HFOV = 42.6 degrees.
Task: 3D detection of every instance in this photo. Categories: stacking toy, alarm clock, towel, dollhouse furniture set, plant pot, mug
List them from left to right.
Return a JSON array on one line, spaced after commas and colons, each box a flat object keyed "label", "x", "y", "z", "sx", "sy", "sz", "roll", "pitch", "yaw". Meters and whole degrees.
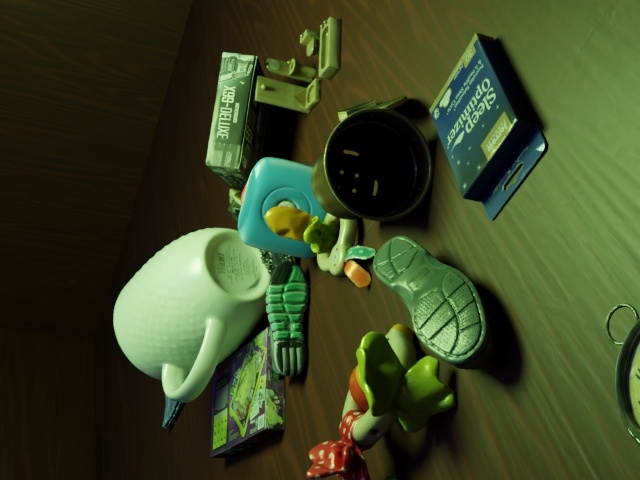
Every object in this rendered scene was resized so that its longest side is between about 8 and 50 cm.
[{"label": "towel", "x": -0.399, "y": 0.348, "z": 2.332, "sx": 0.243, "sy": 0.040, "sz": 0.336, "roll": -101, "pitch": 30, "yaw": -43}, {"label": "mug", "x": -0.260, "y": 0.163, "z": 1.750, "sx": 0.328, "sy": 0.276, "sz": 0.374, "roll": -39, "pitch": 37, "yaw": 44}, {"label": "stacking toy", "x": -0.073, "y": -0.095, "z": 1.631, "sx": 0.302, "sy": 0.165, "sz": 0.175, "roll": -104, "pitch": 28, "yaw": -73}, {"label": "dollhouse furniture set", "x": -0.047, "y": -0.368, "z": 1.673, "sx": 0.151, "sy": 0.123, "sz": 0.144, "roll": 145, "pitch": 131, "yaw": -60}, {"label": "plant pot", "x": 0.066, "y": -0.103, "z": 1.262, "sx": 0.165, "sy": 0.166, "sz": 0.167, "roll": 160, "pitch": 118, "yaw": -75}, {"label": "alarm clock", "x": 0.304, "y": 0.110, "z": 0.695, "sx": 0.192, "sy": 0.064, "sz": 0.129, "roll": -126, "pitch": 50, "yaw": -58}]

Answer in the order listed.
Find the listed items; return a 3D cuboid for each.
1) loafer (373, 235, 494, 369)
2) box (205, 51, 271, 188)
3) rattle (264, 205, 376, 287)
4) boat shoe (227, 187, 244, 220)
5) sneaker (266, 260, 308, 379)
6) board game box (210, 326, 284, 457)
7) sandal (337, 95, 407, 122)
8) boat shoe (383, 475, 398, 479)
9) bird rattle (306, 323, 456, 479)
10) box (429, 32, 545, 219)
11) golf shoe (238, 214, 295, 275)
[{"label": "loafer", "x": 0.159, "y": 0.083, "z": 1.070, "sx": 0.096, "sy": 0.084, "sz": 0.267, "roll": -43, "pitch": 34, "yaw": 6}, {"label": "box", "x": -0.176, "y": -0.255, "z": 1.836, "sx": 0.307, "sy": 0.076, "sz": 0.243, "roll": 60, "pitch": -143, "yaw": -83}, {"label": "rattle", "x": 0.000, "y": 0.000, "z": 1.393, "sx": 0.130, "sy": 0.142, "sz": 0.200, "roll": -49, "pitch": 27, "yaw": 20}, {"label": "boat shoe", "x": -0.174, "y": -0.076, "z": 1.928, "sx": 0.223, "sy": 0.080, "sz": 0.074, "roll": -145, "pitch": 61, "yaw": -72}, {"label": "sneaker", "x": -0.075, "y": 0.154, "z": 1.578, "sx": 0.098, "sy": 0.083, "sz": 0.224, "roll": 136, "pitch": 138, "yaw": -63}, {"label": "board game box", "x": -0.159, "y": 0.333, "z": 1.748, "sx": 0.347, "sy": 0.056, "sz": 0.208, "roll": 138, "pitch": 133, "yaw": -56}, {"label": "sandal", "x": 0.094, "y": -0.186, "z": 1.354, "sx": 0.240, "sy": 0.088, "sz": 0.079, "roll": -153, "pitch": 43, "yaw": -74}, {"label": "boat shoe", "x": 0.082, "y": 0.389, "z": 1.140, "sx": 0.135, "sy": 0.050, "sz": 0.045, "roll": -63, "pitch": 22, "yaw": 14}, {"label": "bird rattle", "x": 0.082, "y": 0.231, "z": 1.146, "sx": 0.207, "sy": 0.143, "sz": 0.254, "roll": -74, "pitch": 7, "yaw": -56}, {"label": "box", "x": 0.212, "y": -0.151, "z": 1.073, "sx": 0.225, "sy": 0.036, "sz": 0.136, "roll": -103, "pitch": 32, "yaw": -42}, {"label": "golf shoe", "x": -0.086, "y": 0.000, "z": 1.696, "sx": 0.077, "sy": 0.093, "sz": 0.198, "roll": -40, "pitch": 66, "yaw": 30}]
